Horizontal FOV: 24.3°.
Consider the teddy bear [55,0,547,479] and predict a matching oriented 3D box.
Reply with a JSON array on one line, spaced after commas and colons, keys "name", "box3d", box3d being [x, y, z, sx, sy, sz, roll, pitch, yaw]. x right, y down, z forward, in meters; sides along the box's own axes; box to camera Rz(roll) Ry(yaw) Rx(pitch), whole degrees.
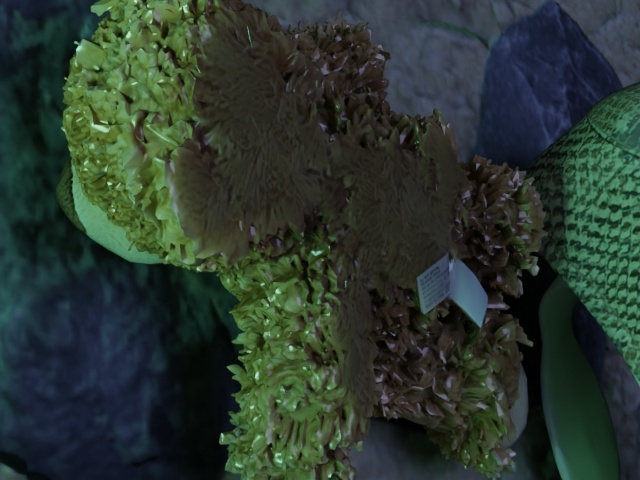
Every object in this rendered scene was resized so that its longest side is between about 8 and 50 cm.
[{"name": "teddy bear", "box3d": [0.000, 0.000, 0.685, 0.338, 0.113, 0.245, 6, 79, -54]}]

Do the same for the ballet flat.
[{"name": "ballet flat", "box3d": [0.235, 0.146, 0.776, 0.164, 0.182, 0.483, 10, 49, -57]}]
